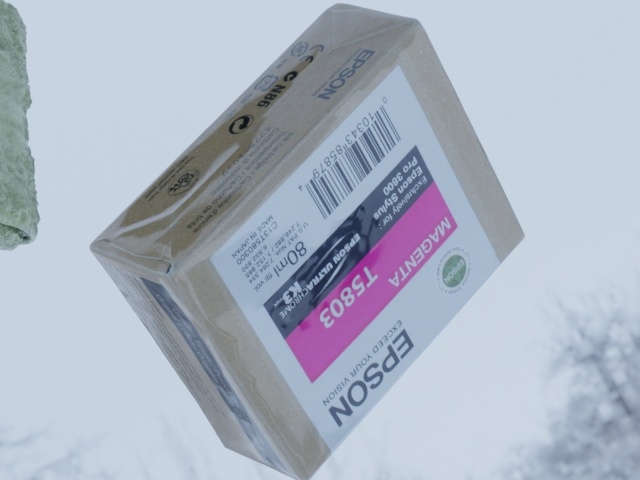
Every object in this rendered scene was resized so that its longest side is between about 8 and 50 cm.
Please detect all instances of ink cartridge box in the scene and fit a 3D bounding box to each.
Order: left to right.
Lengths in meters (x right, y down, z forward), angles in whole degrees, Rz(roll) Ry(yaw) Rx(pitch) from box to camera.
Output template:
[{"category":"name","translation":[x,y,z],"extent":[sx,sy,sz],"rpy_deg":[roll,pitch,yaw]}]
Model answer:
[{"category":"ink cartridge box","translation":[0.000,0.000,1.113],"extent":[0.088,0.193,0.235],"rpy_deg":[18,58,47]}]

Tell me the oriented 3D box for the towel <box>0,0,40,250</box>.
[{"category":"towel","translation":[-0.150,-0.062,0.626],"extent":[0.027,0.110,0.148],"rpy_deg":[-17,-24,24]}]
